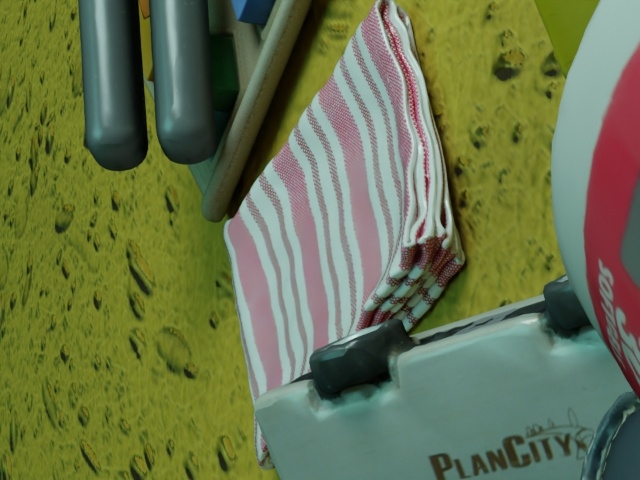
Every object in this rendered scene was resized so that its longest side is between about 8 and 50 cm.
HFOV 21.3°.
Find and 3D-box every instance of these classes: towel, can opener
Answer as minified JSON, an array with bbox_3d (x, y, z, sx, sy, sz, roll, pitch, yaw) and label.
[{"bbox_3d":[0.000,0.000,0.793,0.197,0.029,0.144,-53,37,45],"label":"towel"},{"bbox_3d":[-0.095,-0.167,0.929,0.093,0.074,0.280,76,-172,-68],"label":"can opener"}]

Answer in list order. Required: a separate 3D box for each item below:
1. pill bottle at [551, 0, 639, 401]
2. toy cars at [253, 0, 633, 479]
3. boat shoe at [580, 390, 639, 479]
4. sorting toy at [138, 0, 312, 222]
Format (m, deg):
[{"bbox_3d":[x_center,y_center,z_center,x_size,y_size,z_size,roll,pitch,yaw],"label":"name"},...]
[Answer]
[{"bbox_3d":[0.173,0.055,0.255,0.176,0.176,0.318,-66,30,29],"label":"pill bottle"},{"bbox_3d":[0.111,-0.027,0.502,0.176,0.087,0.394,35,122,21],"label":"toy cars"},{"bbox_3d":[0.072,0.127,0.377,0.095,0.079,0.254,119,165,-47],"label":"boat shoe"},{"bbox_3d":[-0.059,-0.143,0.944,0.193,0.038,0.208,-66,30,30],"label":"sorting toy"}]
